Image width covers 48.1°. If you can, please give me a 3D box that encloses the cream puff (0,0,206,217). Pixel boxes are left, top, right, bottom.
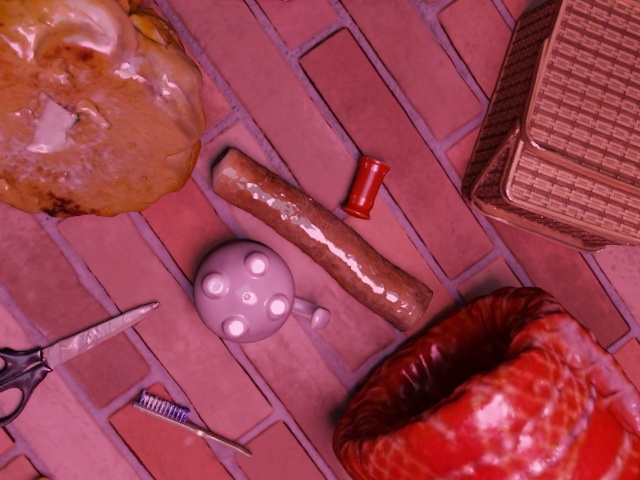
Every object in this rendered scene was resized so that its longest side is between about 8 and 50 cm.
[{"bbox_3d":[-0.286,-0.201,0.857,0.291,0.257,0.324,-26,138,25],"label":"cream puff"}]

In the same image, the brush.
[{"bbox_3d":[-0.170,0.250,0.979,0.178,0.033,0.030,26,73,-9],"label":"brush"}]

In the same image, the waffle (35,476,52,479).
[{"bbox_3d":[-0.363,0.478,0.941,0.329,0.062,0.330,0,91,-8],"label":"waffle"}]

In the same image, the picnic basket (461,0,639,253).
[{"bbox_3d":[0.357,-0.155,0.974,0.227,0.175,0.313,19,89,-9],"label":"picnic basket"}]

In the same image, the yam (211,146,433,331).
[{"bbox_3d":[0.000,0.000,0.977,0.356,0.081,0.081,35,86,-7],"label":"yam"}]

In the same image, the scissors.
[{"bbox_3d":[-0.351,0.151,0.954,0.300,0.022,0.109,-27,99,-8],"label":"scissors"}]

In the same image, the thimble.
[{"bbox_3d":[0.208,0.227,0.886,0.350,0.350,0.231,-40,96,-6],"label":"thimble"}]

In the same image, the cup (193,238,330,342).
[{"bbox_3d":[-0.085,0.081,0.931,0.134,0.142,0.173,-41,97,-6],"label":"cup"}]

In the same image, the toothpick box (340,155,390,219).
[{"bbox_3d":[0.061,-0.071,0.997,0.047,0.047,0.083,21,89,-8],"label":"toothpick box"}]
